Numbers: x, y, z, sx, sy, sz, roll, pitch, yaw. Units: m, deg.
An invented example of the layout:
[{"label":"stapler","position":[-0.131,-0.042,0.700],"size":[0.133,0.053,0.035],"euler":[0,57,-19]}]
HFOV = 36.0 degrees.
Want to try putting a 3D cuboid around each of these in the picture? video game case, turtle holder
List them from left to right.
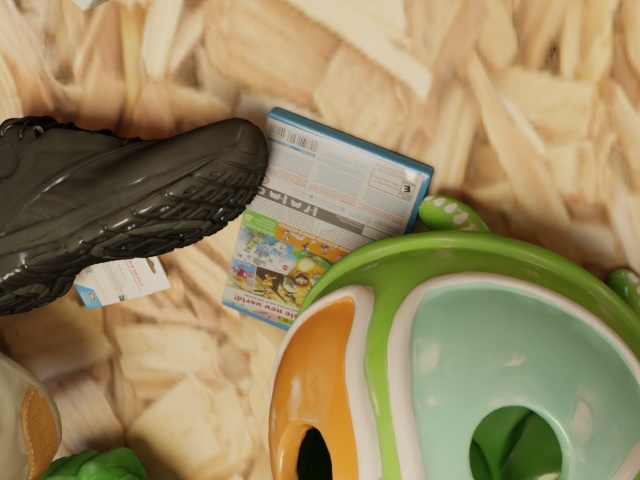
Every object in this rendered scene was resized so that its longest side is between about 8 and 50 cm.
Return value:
[{"label":"video game case","position":[0.000,0.000,0.704],"size":[0.119,0.015,0.166],"euler":[22,122,8]},{"label":"turtle holder","position":[0.109,0.152,0.613],"size":[0.243,0.227,0.320],"euler":[-32,107,28]}]

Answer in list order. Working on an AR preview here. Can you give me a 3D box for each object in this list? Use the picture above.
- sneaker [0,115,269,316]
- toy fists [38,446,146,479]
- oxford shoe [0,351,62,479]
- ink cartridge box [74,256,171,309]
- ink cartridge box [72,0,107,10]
[{"label":"sneaker","position":[-0.172,-0.039,0.691],"size":[0.286,0.109,0.130],"euler":[-20,77,19]},{"label":"toy fists","position":[-0.218,0.274,0.879],"size":[0.142,0.096,0.279],"euler":[36,133,-7]},{"label":"oxford shoe","position":[-0.361,0.095,0.789],"size":[0.449,0.130,0.169],"euler":[24,124,36]},{"label":"ink cartridge box","position":[-0.152,0.019,0.763],"size":[0.083,0.028,0.048],"euler":[-14,111,26]},{"label":"ink cartridge box","position":[-0.133,-0.236,0.599],"size":[0.109,0.063,0.150],"euler":[43,123,-5]}]
